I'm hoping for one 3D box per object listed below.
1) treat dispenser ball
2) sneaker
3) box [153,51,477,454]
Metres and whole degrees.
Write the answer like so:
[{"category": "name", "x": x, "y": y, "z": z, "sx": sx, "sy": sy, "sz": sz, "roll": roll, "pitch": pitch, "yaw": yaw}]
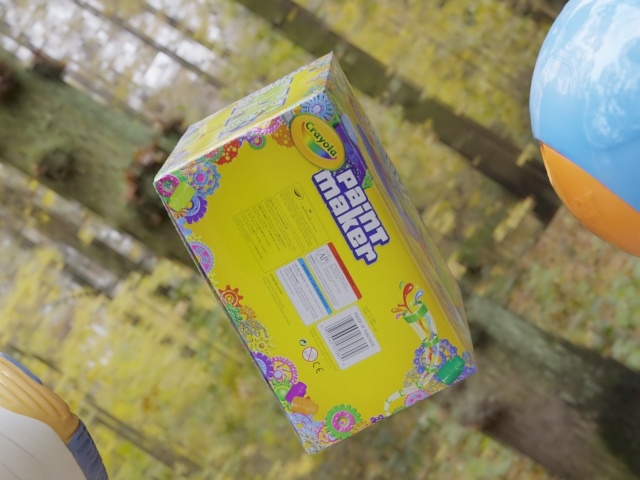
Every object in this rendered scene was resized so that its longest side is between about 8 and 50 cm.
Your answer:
[{"category": "treat dispenser ball", "x": 0.332, "y": -0.121, "z": 1.347, "sx": 0.288, "sy": 0.288, "sz": 0.288, "roll": -57, "pitch": -2, "yaw": -4}, {"category": "sneaker", "x": -0.169, "y": 0.180, "z": 0.810, "sx": 0.131, "sy": 0.112, "sz": 0.296, "roll": -46, "pitch": -36, "yaw": -23}, {"category": "box", "x": 0.000, "y": 0.000, "z": 1.447, "sx": 0.177, "sy": 0.290, "sz": 0.279, "roll": -28, "pitch": 12, "yaw": 8}]
